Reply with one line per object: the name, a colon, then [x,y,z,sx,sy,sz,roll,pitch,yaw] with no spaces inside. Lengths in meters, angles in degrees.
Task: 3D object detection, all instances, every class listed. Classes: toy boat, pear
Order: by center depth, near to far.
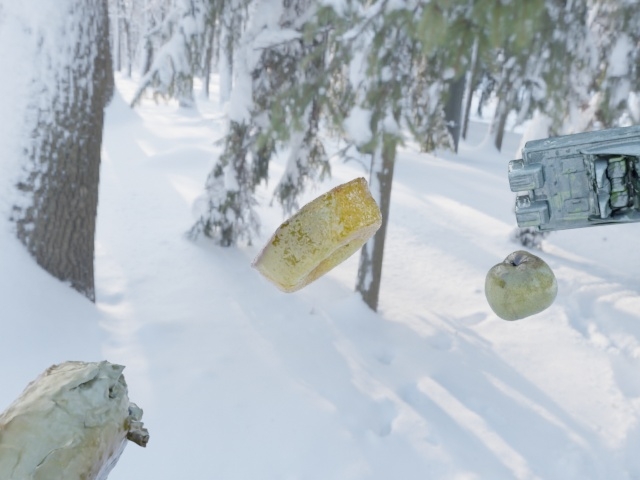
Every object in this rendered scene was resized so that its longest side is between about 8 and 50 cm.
toy boat: [0.426,-0.086,0.800,0.320,0.141,0.092,-6,33,25]
pear: [0.465,0.106,1.377,0.167,0.136,0.167,-15,20,5]

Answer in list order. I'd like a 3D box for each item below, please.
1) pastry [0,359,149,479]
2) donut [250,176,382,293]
pastry: [-0.257,0.234,0.534,0.121,0.257,0.235,32,53,-4]
donut: [0.000,0.000,1.195,0.110,0.303,0.303,54,32,8]
